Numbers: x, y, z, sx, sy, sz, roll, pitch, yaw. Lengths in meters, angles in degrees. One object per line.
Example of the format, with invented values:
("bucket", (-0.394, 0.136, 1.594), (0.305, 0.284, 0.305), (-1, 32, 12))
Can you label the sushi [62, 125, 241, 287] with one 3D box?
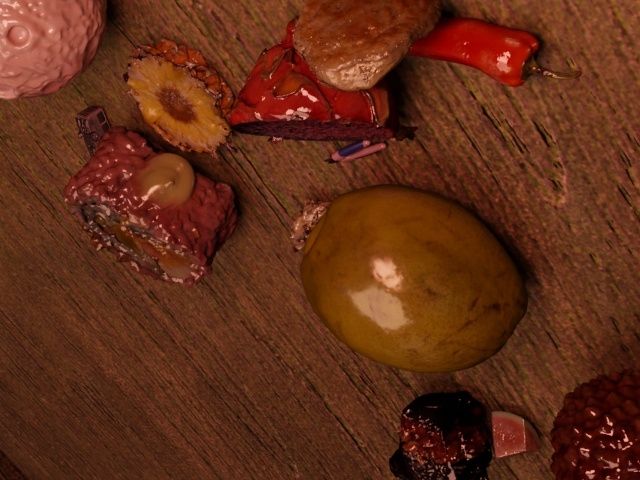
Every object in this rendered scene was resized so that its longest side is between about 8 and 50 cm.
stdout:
("sushi", (-0.260, -0.056, 1.579), (0.270, 0.171, 0.236), (33, 154, 0))

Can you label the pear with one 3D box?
("pear", (0.124, 0.056, 1.348), (0.307, 0.253, 0.253), (34, 143, -7))

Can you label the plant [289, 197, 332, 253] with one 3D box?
("plant", (0.000, 0.000, 1.491), (0.104, 0.122, 0.116), (23, 134, 1))

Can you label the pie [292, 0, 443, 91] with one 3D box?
("pie", (0.057, -0.246, 1.133), (0.163, 0.193, 0.079), (13, 150, 37))

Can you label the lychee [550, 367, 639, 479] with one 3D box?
("lychee", (0.459, 0.313, 1.298), (0.330, 0.306, 0.306), (35, 142, 0))

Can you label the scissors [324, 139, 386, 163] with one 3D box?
("scissors", (0.044, -0.123, 1.398), (0.039, 0.012, 0.113), (8, 166, -35))

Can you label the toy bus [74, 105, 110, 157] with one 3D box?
("toy bus", (-0.369, -0.161, 1.668), (0.037, 0.052, 0.131), (12, 133, 36))

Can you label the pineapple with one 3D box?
("pineapple", (-0.205, -0.210, 1.498), (0.221, 0.047, 0.221), (25, 144, 20))

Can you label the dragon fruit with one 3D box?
("dragon fruit", (-0.004, -0.206, 1.264), (0.223, 0.218, 0.148), (0, 87, 29))

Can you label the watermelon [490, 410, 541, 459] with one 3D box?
("watermelon", (0.307, 0.317, 1.608), (0.092, 0.072, 0.084), (47, 125, -7))

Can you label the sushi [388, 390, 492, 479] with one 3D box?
("sushi", (0.205, 0.329, 1.638), (0.172, 0.153, 0.150), (-143, 41, -70))

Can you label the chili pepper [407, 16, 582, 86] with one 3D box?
("chili pepper", (0.172, -0.226, 1.155), (0.272, 0.071, 0.063), (19, 134, 27))

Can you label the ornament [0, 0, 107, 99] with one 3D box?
("ornament", (-0.420, -0.330, 1.380), (0.225, 0.259, 0.259), (-23, 115, 21))
